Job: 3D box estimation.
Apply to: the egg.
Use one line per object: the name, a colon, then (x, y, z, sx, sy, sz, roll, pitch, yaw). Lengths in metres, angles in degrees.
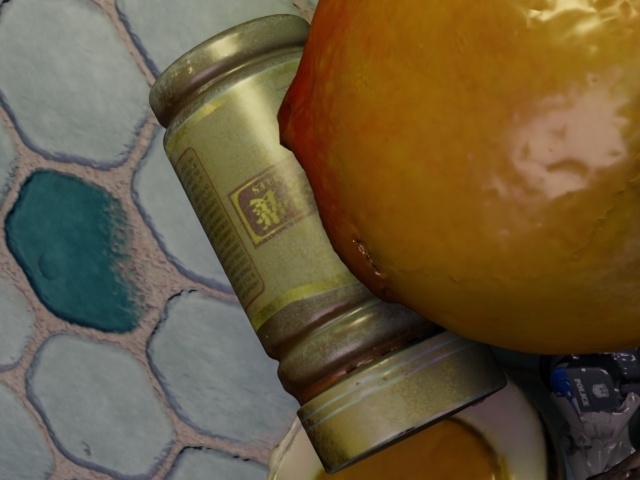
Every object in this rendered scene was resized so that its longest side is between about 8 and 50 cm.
egg: (0.105, 0.229, 1.262, 0.286, 0.264, 0.174, 4, 159, 47)

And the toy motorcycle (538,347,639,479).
toy motorcycle: (0.259, 0.160, 1.212, 0.150, 0.102, 0.221, -9, 112, 41)

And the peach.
peach: (0.157, -0.088, 0.986, 0.373, 0.290, 0.372, -10, 138, -9)

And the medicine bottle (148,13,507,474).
medicine bottle: (0.000, 0.000, 1.163, 0.151, 0.151, 0.322, -35, 77, 37)

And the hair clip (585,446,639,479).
hair clip: (0.269, 0.119, 1.053, 0.069, 0.173, 0.300, 58, 144, 25)
